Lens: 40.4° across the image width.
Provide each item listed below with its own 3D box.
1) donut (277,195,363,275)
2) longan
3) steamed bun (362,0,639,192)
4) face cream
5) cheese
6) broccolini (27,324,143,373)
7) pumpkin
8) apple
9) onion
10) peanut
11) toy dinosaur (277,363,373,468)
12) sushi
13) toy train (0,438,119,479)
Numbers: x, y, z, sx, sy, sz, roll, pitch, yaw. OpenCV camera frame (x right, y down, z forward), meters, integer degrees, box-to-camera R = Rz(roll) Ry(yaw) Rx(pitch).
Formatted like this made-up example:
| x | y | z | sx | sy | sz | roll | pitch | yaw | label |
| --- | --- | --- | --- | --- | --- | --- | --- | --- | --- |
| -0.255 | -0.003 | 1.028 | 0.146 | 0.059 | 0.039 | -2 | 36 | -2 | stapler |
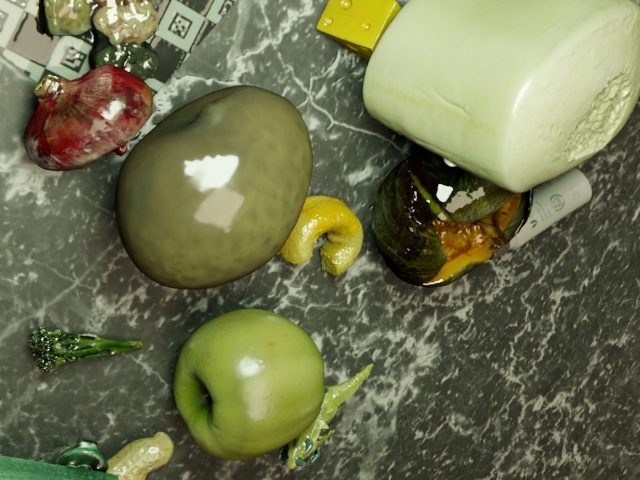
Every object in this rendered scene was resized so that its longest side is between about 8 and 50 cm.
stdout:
| x | y | z | sx | sy | sz | roll | pitch | yaw | label |
| --- | --- | --- | --- | --- | --- | --- | --- | --- | --- |
| 0.007 | -0.010 | 1.604 | 0.181 | 0.078 | 0.146 | 22 | 100 | -37 | donut |
| -0.163 | -0.085 | 1.345 | 0.350 | 0.288 | 0.288 | -50 | 126 | -13 | longan |
| 0.327 | -0.317 | 1.473 | 0.456 | 0.371 | 0.290 | -33 | 144 | -33 | steamed bun |
| 0.429 | -0.046 | 1.832 | 0.311 | 0.092 | 0.092 | -30 | 122 | -17 | face cream |
| 0.099 | -0.360 | 1.522 | 0.171 | 0.126 | 0.093 | 20 | 96 | -58 | cheese |
| -0.396 | 0.178 | 1.469 | 0.201 | 0.058 | 0.074 | 2 | 124 | -48 | broccolini |
| 0.239 | -0.054 | 1.621 | 0.320 | 0.192 | 0.320 | -23 | 144 | -18 | pumpkin |
| -0.123 | 0.252 | 1.545 | 0.279 | 0.279 | 0.279 | -12 | 115 | -27 | apple |
| -0.346 | -0.170 | 1.275 | 0.206 | 0.098 | 0.151 | -35 | 137 | 11 | onion |
| -0.341 | 0.412 | 1.566 | 0.174 | 0.080 | 0.080 | -35 | 123 | -13 | peanut |
| -0.004 | 0.323 | 1.699 | 0.259 | 0.153 | 0.094 | -46 | 128 | -17 | toy dinosaur |
| -0.304 | -0.351 | 1.279 | 0.339 | 0.069 | 0.320 | -49 | 126 | -5 | sushi |
| -0.510 | 0.447 | 1.408 | 0.397 | 0.160 | 0.253 | 16 | 105 | -22 | toy train |
